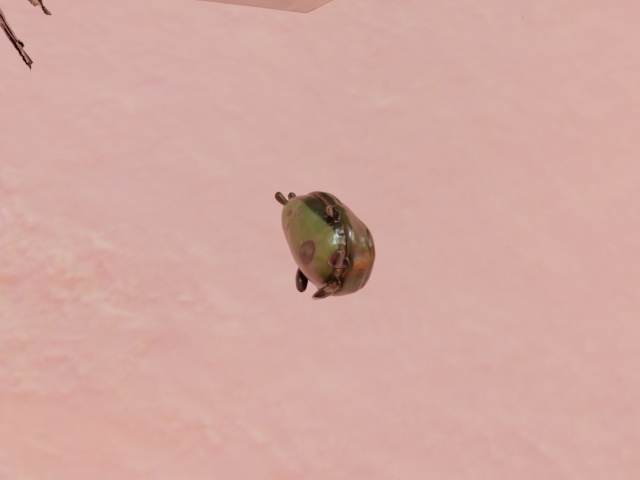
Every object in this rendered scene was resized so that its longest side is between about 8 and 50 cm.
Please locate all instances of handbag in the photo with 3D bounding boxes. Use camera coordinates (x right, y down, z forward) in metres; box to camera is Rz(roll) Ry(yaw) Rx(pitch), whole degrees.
[{"bbox_3d":[0.000,0.000,0.922,0.047,0.111,0.072,6,121,-31],"label":"handbag"}]

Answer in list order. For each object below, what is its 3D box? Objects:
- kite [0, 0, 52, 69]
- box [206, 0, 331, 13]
[{"bbox_3d":[-0.248,-0.227,0.805,0.011,0.335,0.314,-36,58,-13],"label":"kite"},{"bbox_3d":[-0.020,-0.376,0.960,0.300,0.314,0.312,-20,84,34],"label":"box"}]
